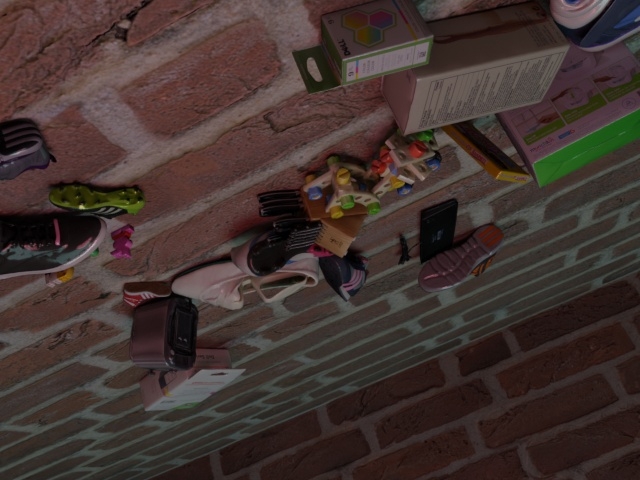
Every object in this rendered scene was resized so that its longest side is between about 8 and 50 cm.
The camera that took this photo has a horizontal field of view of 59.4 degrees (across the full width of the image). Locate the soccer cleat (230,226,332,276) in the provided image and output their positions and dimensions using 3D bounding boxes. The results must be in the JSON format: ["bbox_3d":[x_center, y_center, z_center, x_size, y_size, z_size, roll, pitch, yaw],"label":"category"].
[{"bbox_3d":[-0.074,-0.001,1.410,0.331,0.116,0.143,-18,-163,-35],"label":"soccer cleat"}]

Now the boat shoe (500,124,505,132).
[{"bbox_3d":[0.503,-0.303,1.291,0.184,0.066,0.063,-41,146,16],"label":"boat shoe"}]

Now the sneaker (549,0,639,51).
[{"bbox_3d":[0.550,-0.467,0.948,0.322,0.130,0.236,-31,155,30],"label":"sneaker"}]

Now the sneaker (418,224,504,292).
[{"bbox_3d":[0.471,0.091,1.860,0.321,0.125,0.180,-31,153,-3],"label":"sneaker"}]

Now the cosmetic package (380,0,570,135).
[{"bbox_3d":[0.275,-0.317,1.035,0.296,0.129,0.153,-15,153,-12],"label":"cosmetic package"}]

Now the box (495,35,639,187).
[{"bbox_3d":[0.507,-0.281,1.144,0.262,0.231,0.127,-29,150,15],"label":"box"}]

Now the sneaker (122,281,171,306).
[{"bbox_3d":[-0.452,0.141,1.454,0.118,0.042,0.067,6,139,-28],"label":"sneaker"}]

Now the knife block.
[{"bbox_3d":[-0.011,-0.083,1.332,0.276,0.242,0.088,-57,178,-37],"label":"knife block"}]

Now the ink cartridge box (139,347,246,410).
[{"bbox_3d":[-0.448,0.474,1.965,0.353,0.119,0.207,-37,147,31],"label":"ink cartridge box"}]

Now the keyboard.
[{"bbox_3d":[0.322,-0.009,1.719,0.201,0.033,0.317,-26,152,-4],"label":"keyboard"}]

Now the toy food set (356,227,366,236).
[{"bbox_3d":[0.060,-0.018,1.543,0.122,0.019,0.078,-23,153,21],"label":"toy food set"}]

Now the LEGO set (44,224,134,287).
[{"bbox_3d":[-0.509,0.041,1.183,0.227,0.093,0.087,-25,152,8],"label":"LEGO set"}]

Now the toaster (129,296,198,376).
[{"bbox_3d":[-0.422,0.249,1.514,0.146,0.227,0.129,-12,155,22],"label":"toaster"}]

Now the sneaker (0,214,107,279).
[{"bbox_3d":[-0.565,-0.004,1.052,0.295,0.105,0.147,-14,157,-3],"label":"sneaker"}]

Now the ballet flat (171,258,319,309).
[{"bbox_3d":[-0.187,0.111,1.486,0.400,0.139,0.139,-13,151,-13],"label":"ballet flat"}]

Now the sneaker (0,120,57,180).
[{"bbox_3d":[-0.548,-0.113,0.901,0.223,0.083,0.098,-17,157,-8],"label":"sneaker"}]

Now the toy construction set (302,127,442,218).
[{"bbox_3d":[0.128,-0.153,1.181,0.215,0.151,0.327,-1,169,-32],"label":"toy construction set"}]

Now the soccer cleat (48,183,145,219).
[{"bbox_3d":[-0.429,-0.069,1.081,0.179,0.060,0.072,-1,148,-37],"label":"soccer cleat"}]

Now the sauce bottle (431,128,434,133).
[{"bbox_3d":[0.214,-0.213,1.272,0.042,0.042,0.128,-8,150,-23],"label":"sauce bottle"}]

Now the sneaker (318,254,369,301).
[{"bbox_3d":[0.077,0.073,1.637,0.131,0.112,0.319,-41,161,-9],"label":"sneaker"}]

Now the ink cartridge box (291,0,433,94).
[{"bbox_3d":[0.064,-0.319,0.910,0.209,0.109,0.062,-17,152,-6],"label":"ink cartridge box"}]

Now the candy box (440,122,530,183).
[{"bbox_3d":[0.355,-0.197,1.223,0.105,0.206,0.027,4,129,-38],"label":"candy box"}]
